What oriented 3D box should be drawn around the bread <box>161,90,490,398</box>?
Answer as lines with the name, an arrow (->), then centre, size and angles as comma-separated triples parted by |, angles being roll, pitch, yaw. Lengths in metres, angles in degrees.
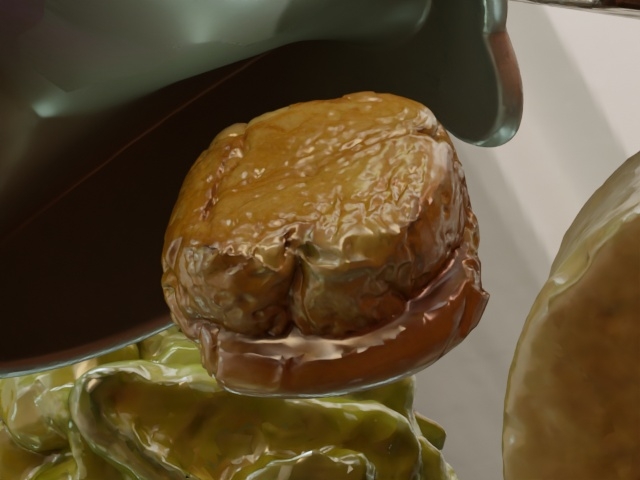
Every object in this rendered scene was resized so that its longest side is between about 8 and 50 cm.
bread -> 0.000, 0.000, 0.419 | 0.081, 0.083, 0.046 | -26, -49, -21

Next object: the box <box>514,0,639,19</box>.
box -> 0.242, -0.205, 0.991 | 0.297, 0.225, 0.190 | 5, -81, -23

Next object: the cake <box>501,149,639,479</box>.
cake -> 0.279, 0.063, 0.963 | 0.332, 0.332, 0.321 | 58, -156, -5

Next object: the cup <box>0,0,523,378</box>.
cup -> -0.106, -0.116, 0.524 | 0.290, 0.219, 0.257 | 18, -141, -54

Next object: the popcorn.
popcorn -> -0.052, 0.155, 1.120 | 0.312, 0.312, 0.312 | 4, -101, -24
